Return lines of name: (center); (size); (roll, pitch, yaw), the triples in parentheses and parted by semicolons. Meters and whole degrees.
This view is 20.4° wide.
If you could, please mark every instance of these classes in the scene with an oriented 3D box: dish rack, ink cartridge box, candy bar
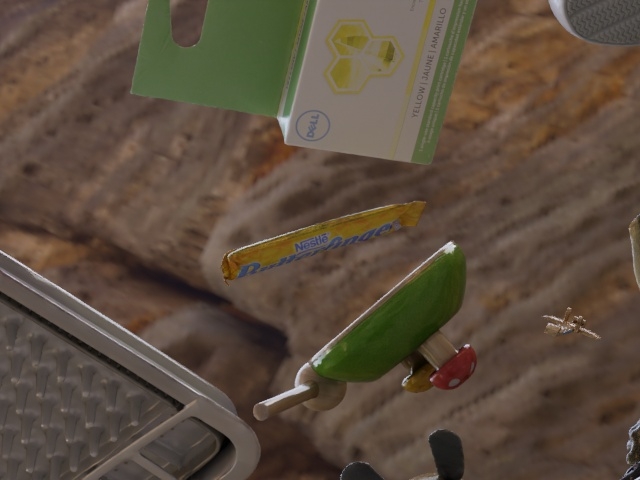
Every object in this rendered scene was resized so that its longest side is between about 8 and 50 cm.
dish rack: (-0.243, 0.133, 1.371); (0.285, 0.072, 0.333); (-37, -55, 28)
ink cartridge box: (-0.011, -0.157, 1.338); (0.235, 0.056, 0.171); (7, -63, -15)
candy bar: (0.000, 0.000, 1.313); (0.161, 0.040, 0.018); (-17, -110, -15)

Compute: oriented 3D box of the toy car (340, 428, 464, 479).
toy car: (0.099, 0.247, 1.447); (0.155, 0.149, 0.188); (-23, -72, 6)

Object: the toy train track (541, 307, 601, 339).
toy train track: (0.189, 0.063, 1.361); (0.083, 0.048, 0.014); (-6, -64, -66)

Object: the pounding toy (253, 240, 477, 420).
pounding toy: (0.072, 0.115, 1.699); (0.237, 0.183, 0.110); (-41, -93, 16)

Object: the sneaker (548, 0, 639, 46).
sneaker: (0.237, -0.193, 1.025); (0.258, 0.091, 0.094); (-25, -50, -9)

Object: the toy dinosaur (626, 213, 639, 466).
toy dinosaur: (0.251, 0.113, 1.079); (0.268, 0.064, 0.118); (41, -84, -6)

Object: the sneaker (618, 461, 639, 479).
sneaker: (0.214, 0.129, 0.904); (0.121, 0.111, 0.300); (37, -111, -39)
